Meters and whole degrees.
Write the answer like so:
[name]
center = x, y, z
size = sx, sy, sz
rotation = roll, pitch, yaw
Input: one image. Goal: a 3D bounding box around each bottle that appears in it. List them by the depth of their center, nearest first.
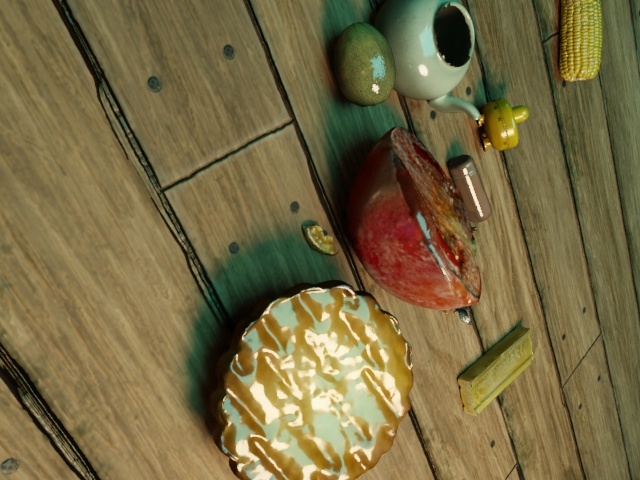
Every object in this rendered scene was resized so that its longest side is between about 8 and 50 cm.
[bottle]
center = 0.303, -0.104, 1.117
size = 0.053, 0.053, 0.140
rotation = -43, 120, -28

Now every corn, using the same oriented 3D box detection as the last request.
[corn]
center = 0.620, -0.504, 1.315
size = 0.093, 0.093, 0.243
rotation = -7, 99, -39

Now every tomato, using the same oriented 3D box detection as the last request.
[tomato]
center = 0.133, -0.020, 0.914
size = 0.309, 0.170, 0.308
rotation = 41, 33, -34

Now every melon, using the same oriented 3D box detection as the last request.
[melon]
center = 0.069, -0.278, 0.878
size = 0.098, 0.098, 0.130
rotation = -22, 101, -36

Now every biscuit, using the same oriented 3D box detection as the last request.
[biscuit]
center = -0.013, 0.217, 0.827
size = 0.326, 0.107, 0.325
rotation = -3, 96, -26

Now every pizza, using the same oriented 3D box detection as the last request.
[pizza]
center = 0.000, 0.000, 0.901
size = 0.083, 0.016, 0.037
rotation = 41, 70, -31

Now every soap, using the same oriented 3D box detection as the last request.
[soap]
center = 0.403, 0.291, 1.250
size = 0.252, 0.037, 0.092
rotation = -26, 112, -36

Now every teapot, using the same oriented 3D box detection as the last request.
[teapot]
center = 0.183, -0.340, 0.945
size = 0.193, 0.130, 0.294
rotation = -36, 116, -33

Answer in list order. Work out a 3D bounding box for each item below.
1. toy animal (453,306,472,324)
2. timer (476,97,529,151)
[toy animal]
center = 0.281, 0.137, 1.137
size = 0.028, 0.050, 0.084
rotation = 71, 8, -57
[timer]
center = 0.379, -0.241, 1.130
size = 0.107, 0.109, 0.107
rotation = -16, 90, -78
